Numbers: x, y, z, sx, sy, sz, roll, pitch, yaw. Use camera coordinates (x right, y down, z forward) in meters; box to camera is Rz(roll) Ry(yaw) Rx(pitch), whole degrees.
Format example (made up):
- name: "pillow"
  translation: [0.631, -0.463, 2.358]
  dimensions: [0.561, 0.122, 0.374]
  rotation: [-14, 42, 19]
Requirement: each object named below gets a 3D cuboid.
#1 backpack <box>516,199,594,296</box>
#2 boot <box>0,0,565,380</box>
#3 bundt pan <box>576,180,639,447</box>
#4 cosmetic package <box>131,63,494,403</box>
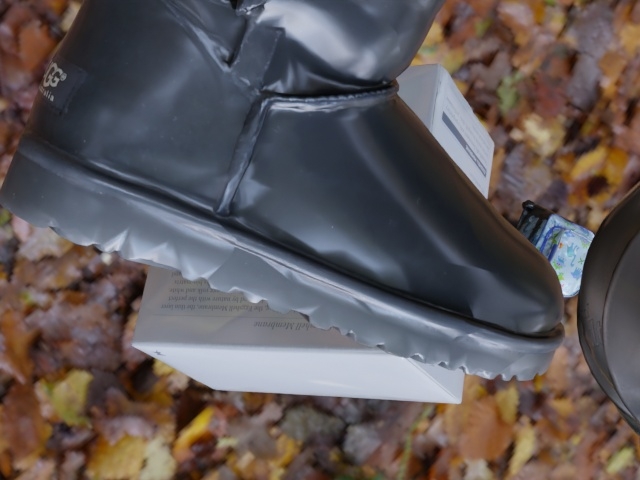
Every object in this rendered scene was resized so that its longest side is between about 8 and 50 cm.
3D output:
- name: "backpack"
  translation: [0.277, 0.025, 1.477]
  dimensions: [0.105, 0.084, 0.114]
  rotation: [22, 99, -39]
- name: "boot"
  translation: [0.074, -0.170, 0.649]
  dimensions: [0.367, 0.146, 0.445]
  rotation: [19, 100, -31]
- name: "bundt pan"
  translation: [0.212, 0.100, 0.463]
  dimensions: [0.124, 0.331, 0.331]
  rotation: [-35, 140, 4]
- name: "cosmetic package"
  translation: [0.000, 0.000, 0.942]
  dimensions: [0.138, 0.224, 0.225]
  rotation: [43, 52, -55]
